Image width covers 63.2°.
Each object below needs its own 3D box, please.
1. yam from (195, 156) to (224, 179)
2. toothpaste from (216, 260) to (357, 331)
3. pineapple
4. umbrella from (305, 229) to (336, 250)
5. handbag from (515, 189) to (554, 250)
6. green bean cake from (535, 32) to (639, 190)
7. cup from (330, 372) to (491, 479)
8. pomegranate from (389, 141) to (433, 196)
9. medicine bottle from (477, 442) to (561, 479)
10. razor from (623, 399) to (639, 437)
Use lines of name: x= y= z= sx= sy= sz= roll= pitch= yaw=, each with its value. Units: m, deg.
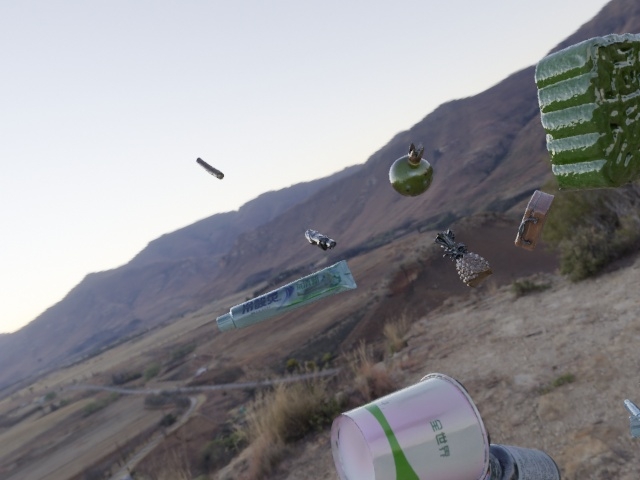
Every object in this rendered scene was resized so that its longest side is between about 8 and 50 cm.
yam: x=-0.381 y=-0.247 z=1.782 sx=0.032 sy=0.032 sz=0.145 roll=-25 pitch=45 yaw=-35
toothpaste: x=-0.072 y=0.122 z=1.086 sx=0.297 sy=0.075 sz=0.048 roll=-21 pitch=-36 yaw=-3
pineapple: x=0.250 y=0.023 z=0.920 sx=0.058 sy=0.124 sz=0.058 roll=-20 pitch=-35 yaw=-14
umbrella: x=0.000 y=0.000 z=2.165 sx=0.059 sy=0.066 sz=0.235 roll=-47 pitch=22 yaw=-10
handbag: x=0.746 y=-0.063 z=1.819 sx=0.072 sy=0.193 sz=0.151 roll=23 pitch=44 yaw=22
green bean cake: x=0.469 y=-0.205 z=0.823 sx=0.248 sy=0.222 sz=0.125 roll=-18 pitch=7 yaw=-27
cup: x=0.182 y=0.440 z=1.124 sx=0.274 sy=0.253 sz=0.253 roll=-7 pitch=-6 yaw=-27
pomegranate: x=0.263 y=-0.209 z=1.535 sx=0.129 sy=0.159 sz=0.129 roll=-17 pitch=28 yaw=9
medicine bottle: x=0.495 y=0.613 z=1.368 sx=0.293 sy=0.141 sz=0.141 roll=22 pitch=-27 yaw=-32
razor: x=0.612 y=0.335 z=1.000 sx=0.068 sy=0.040 sz=0.135 roll=-4 pitch=3 yaw=14
